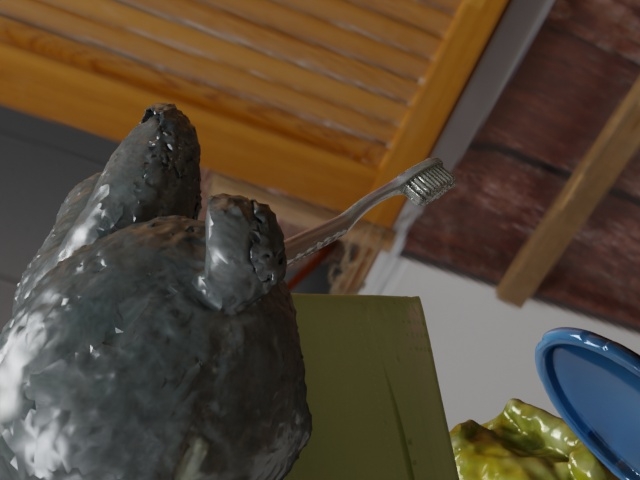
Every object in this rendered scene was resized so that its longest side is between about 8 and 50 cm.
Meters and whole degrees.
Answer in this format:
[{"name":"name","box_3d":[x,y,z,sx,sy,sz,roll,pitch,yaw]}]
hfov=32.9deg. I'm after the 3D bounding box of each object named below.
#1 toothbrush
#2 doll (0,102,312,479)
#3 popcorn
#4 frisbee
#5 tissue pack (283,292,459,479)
[{"name":"toothbrush","box_3d":[0.000,0.000,0.789,0.307,0.025,0.029,-29,-118,-39]},{"name":"doll","box_3d":[-0.082,0.056,0.558,0.158,0.246,0.340,16,-176,-12]},{"name":"popcorn","box_3d":[0.280,0.364,1.416,0.312,0.312,0.312,21,-154,-11]},{"name":"frisbee","box_3d":[0.292,0.163,0.959,0.045,0.242,0.242,-42,-117,-17]},{"name":"tissue pack","box_3d":[-0.001,0.154,0.654,0.159,0.125,0.234,5,-111,-44]}]
